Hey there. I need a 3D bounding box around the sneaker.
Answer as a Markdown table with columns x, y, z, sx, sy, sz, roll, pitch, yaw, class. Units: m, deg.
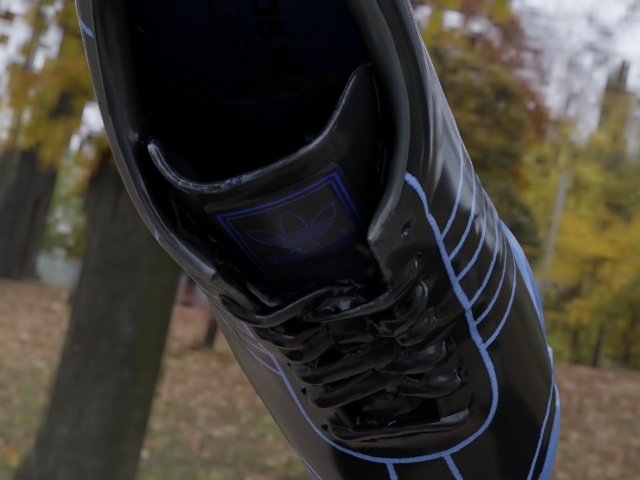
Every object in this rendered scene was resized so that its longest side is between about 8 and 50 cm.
| x | y | z | sx | sy | sz | roll | pitch | yaw | class |
| --- | --- | --- | --- | --- | --- | --- | --- | --- | --- |
| 0.000 | 0.000 | 0.434 | 0.081 | 0.232 | 0.090 | -16 | 30 | 13 | sneaker |
